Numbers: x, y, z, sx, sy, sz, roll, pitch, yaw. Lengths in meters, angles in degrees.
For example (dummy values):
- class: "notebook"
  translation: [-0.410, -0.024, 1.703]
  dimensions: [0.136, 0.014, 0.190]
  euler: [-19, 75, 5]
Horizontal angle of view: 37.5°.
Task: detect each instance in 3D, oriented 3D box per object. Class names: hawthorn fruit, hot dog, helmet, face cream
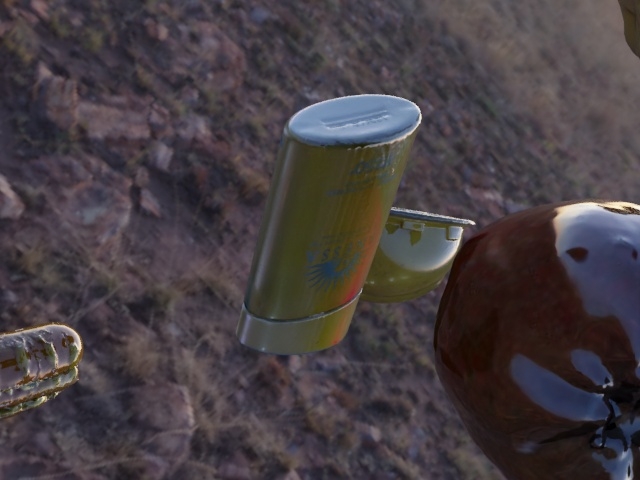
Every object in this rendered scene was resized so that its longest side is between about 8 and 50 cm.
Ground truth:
- class: "hawthorn fruit"
  translation: [0.176, 0.056, 0.656]
  dimensions: [0.208, 0.208, 0.248]
  euler: [39, 19, -20]
- class: "hot dog"
  translation: [-0.389, 0.163, 1.075]
  dimensions: [0.269, 0.115, 0.072]
  euler: [-14, 54, -48]
- class: "helmet"
  translation: [0.080, 0.015, 1.301]
  dimensions: [0.257, 0.140, 0.205]
  euler: [6, 4, -16]
- class: "face cream"
  translation: [0.000, 0.000, 0.881]
  dimensions: [0.139, 0.285, 0.067]
  euler: [-15, 49, -32]

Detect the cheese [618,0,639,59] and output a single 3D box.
- class: "cheese"
  translation: [0.464, -0.293, 1.112]
  dimensions: [0.226, 0.214, 0.117]
  euler: [-68, 136, -70]
